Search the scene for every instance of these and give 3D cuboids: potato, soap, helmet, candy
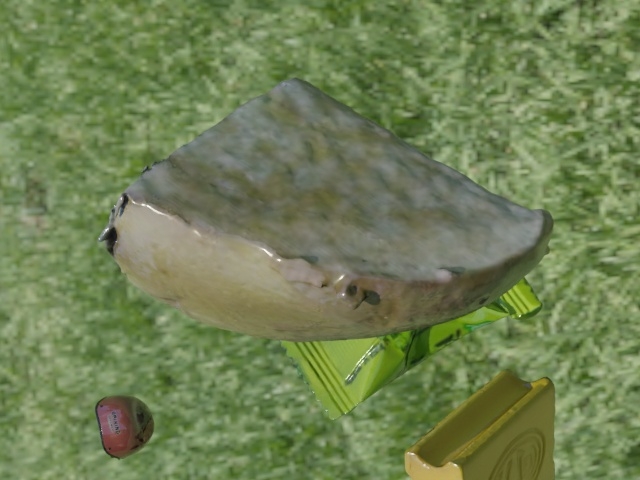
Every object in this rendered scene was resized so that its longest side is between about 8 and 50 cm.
[{"bbox_3d":[0.001,0.033,1.018,0.264,0.211,0.189,29,136,18],"label":"potato"},{"bbox_3d":[0.239,0.337,2.011,0.096,0.324,0.204,8,112,32],"label":"soap"},{"bbox_3d":[-0.189,0.182,1.373,0.084,0.049,0.065,49,-154,-83],"label":"helmet"},{"bbox_3d":[0.084,0.074,1.373,0.069,0.246,0.149,61,178,-42],"label":"candy"}]
